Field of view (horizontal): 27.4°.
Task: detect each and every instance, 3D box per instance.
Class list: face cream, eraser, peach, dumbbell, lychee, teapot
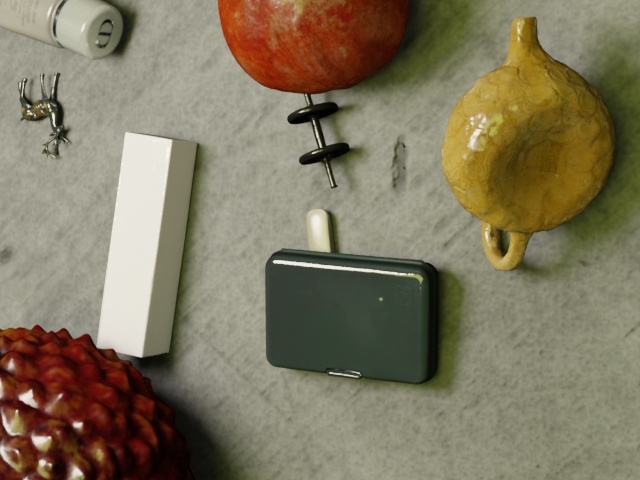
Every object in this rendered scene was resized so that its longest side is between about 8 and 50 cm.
[{"bbox_3d":[-0.414,-0.346,1.862,0.314,0.089,0.143,28,103,28],"label":"face cream"},{"bbox_3d":[-0.237,0.006,1.795,0.076,0.078,0.298,10,96,23],"label":"eraser"},{"bbox_3d":[-0.016,-0.301,1.596,0.232,0.256,0.232,-6,72,19],"label":"peach"},{"bbox_3d":[-0.003,-0.138,1.697,0.069,0.069,0.147,-18,84,22],"label":"dumbbell"},{"bbox_3d":[-0.361,0.346,1.686,0.424,0.424,0.500,-36,69,20],"label":"lychee"},{"bbox_3d":[0.231,-0.113,1.557,0.203,0.167,0.311,-5,121,-17],"label":"teapot"}]

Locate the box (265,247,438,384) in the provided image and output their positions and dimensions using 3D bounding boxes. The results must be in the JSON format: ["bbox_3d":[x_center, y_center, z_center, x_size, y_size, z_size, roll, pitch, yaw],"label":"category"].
[{"bbox_3d":[0.038,0.096,1.686,0.230,0.050,0.160,5,103,22],"label":"box"}]

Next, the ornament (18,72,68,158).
[{"bbox_3d":[-0.400,-0.176,1.887,0.073,0.028,0.125,-13,85,22],"label":"ornament"}]

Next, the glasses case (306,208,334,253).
[{"bbox_3d":[0.000,0.000,1.724,0.032,0.021,0.083,-6,91,24],"label":"glasses case"}]
